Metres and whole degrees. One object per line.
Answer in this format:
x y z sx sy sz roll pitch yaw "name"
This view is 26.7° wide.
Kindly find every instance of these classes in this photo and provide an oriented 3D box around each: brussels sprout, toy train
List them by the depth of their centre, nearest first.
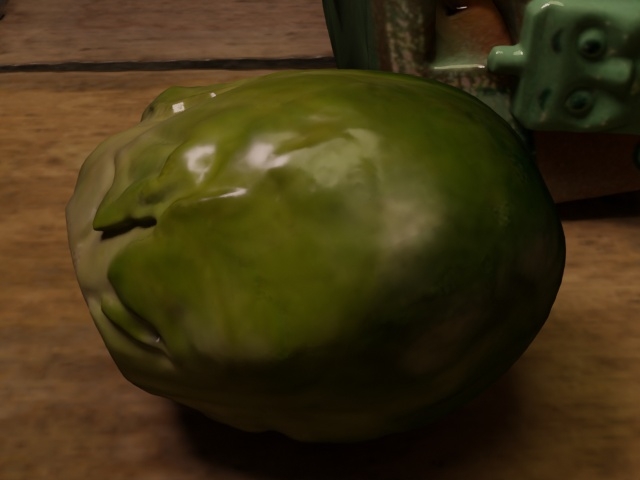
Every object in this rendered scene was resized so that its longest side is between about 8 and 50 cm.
0.001 0.004 0.422 0.155 0.117 0.155 -15 14 4 "brussels sprout"
0.080 -0.132 0.648 0.159 0.129 0.326 -7 31 0 "toy train"
